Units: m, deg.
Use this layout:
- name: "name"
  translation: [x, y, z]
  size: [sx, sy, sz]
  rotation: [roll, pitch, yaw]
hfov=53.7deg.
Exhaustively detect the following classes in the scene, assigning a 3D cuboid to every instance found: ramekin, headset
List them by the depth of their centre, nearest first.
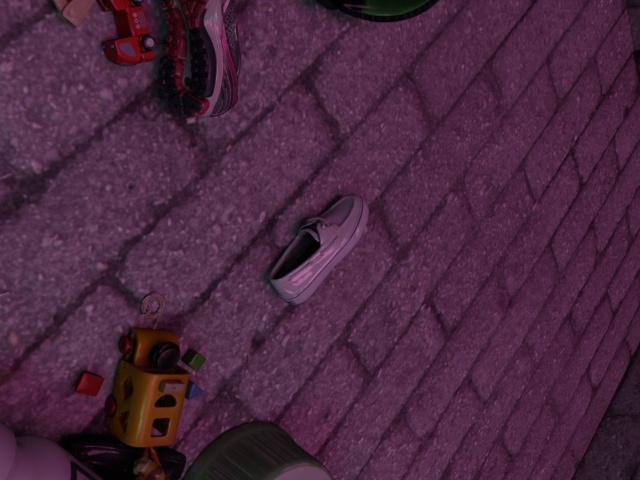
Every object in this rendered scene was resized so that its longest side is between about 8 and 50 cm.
- name: "headset"
  translation: [0.037, -0.476, 1.025]
  size: [0.394, 0.243, 0.185]
  rotation: [18, 58, -17]
- name: "ramekin"
  translation: [-0.110, 0.509, 1.172]
  size: [0.303, 0.148, 0.304]
  rotation: [-12, 108, -42]

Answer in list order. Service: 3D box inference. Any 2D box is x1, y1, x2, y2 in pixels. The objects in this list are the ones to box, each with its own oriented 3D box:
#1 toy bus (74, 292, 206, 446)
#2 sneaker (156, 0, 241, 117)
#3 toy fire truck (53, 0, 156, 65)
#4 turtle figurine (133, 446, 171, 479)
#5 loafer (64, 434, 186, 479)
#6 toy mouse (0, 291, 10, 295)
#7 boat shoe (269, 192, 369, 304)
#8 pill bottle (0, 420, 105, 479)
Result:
- name: "toy bus"
  translation: [-0.258, 0.220, 0.990]
  size: [0.191, 0.104, 0.202]
  rotation: [-43, 127, -29]
- name: "sneaker"
  translation: [-0.174, -0.336, 0.942]
  size: [0.112, 0.120, 0.299]
  rotation: [-19, 120, -59]
- name: "toy fire truck"
  translation: [-0.308, -0.326, 0.850]
  size: [0.135, 0.047, 0.192]
  rotation: [-26, 118, -37]
- name: "turtle figurine"
  translation: [-0.190, 0.421, 0.892]
  size: [0.087, 0.217, 0.270]
  rotation: [-28, 88, 4]
- name: "loafer"
  translation: [-0.306, 0.357, 0.996]
  size: [0.223, 0.076, 0.078]
  rotation: [35, 66, -47]
- name: "toy mouse"
  translation: [-0.465, 0.071, 0.804]
  size: [0.143, 0.031, 0.161]
  rotation: [9, 94, -45]
- name: "boat shoe"
  translation: [0.000, 0.000, 1.194]
  size: [0.258, 0.095, 0.084]
  rotation: [-56, 136, -20]
- name: "pill bottle"
  translation: [-0.379, 0.393, 0.841]
  size: [0.210, 0.210, 0.363]
  rotation: [-50, 129, -24]
